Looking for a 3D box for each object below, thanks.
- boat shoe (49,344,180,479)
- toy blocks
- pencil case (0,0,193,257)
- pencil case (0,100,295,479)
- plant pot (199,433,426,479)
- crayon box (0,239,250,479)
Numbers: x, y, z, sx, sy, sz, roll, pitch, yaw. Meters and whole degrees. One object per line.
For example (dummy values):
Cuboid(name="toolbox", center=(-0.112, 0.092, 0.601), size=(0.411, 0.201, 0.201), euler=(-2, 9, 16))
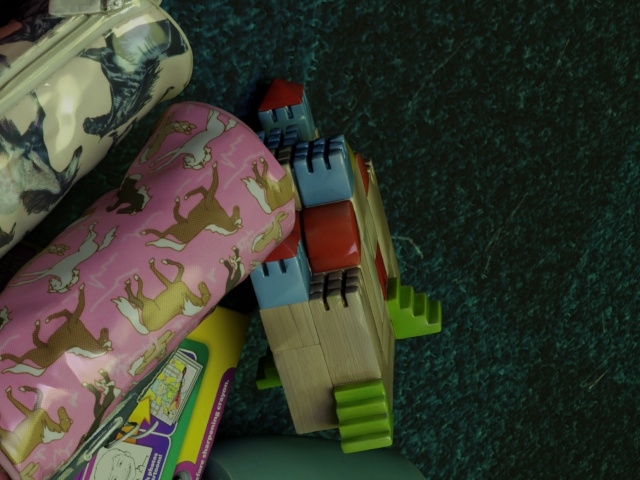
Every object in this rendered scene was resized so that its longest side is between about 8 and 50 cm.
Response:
Cuboid(name="boat shoe", center=(-0.210, 0.155, 1.646), size=(0.254, 0.095, 0.079), euler=(-47, 132, -26))
Cuboid(name="toy blocks", center=(0.000, 0.000, 1.862), size=(0.381, 0.190, 0.261), euler=(-83, 160, -61))
Cuboid(name="pencil case", center=(-0.287, -0.076, 1.567), size=(0.410, 0.160, 0.183), euler=(-46, 161, -29))
Cuboid(name="pencil case", center=(-0.189, 0.052, 1.572), size=(0.386, 0.160, 0.167), euler=(-47, 177, -29))
Cuboid(name="plant pot", center=(-0.055, 0.334, 1.942), size=(0.235, 0.293, 0.293), euler=(19, 89, -38))
Cuboid(name="crayon box", center=(-0.249, 0.201, 1.777), size=(0.313, 0.106, 0.363), euler=(22, 86, -51))
